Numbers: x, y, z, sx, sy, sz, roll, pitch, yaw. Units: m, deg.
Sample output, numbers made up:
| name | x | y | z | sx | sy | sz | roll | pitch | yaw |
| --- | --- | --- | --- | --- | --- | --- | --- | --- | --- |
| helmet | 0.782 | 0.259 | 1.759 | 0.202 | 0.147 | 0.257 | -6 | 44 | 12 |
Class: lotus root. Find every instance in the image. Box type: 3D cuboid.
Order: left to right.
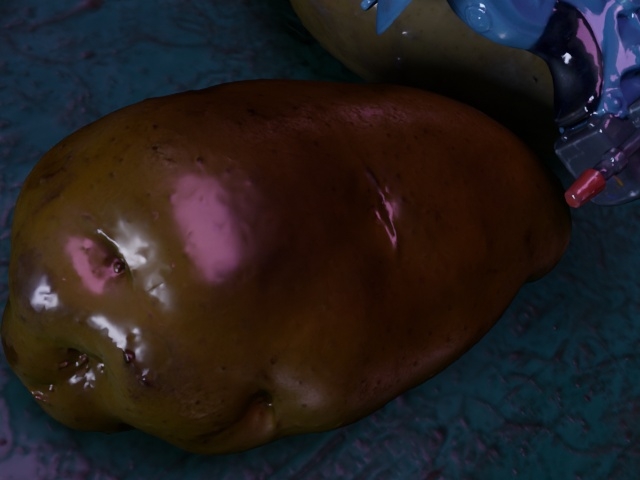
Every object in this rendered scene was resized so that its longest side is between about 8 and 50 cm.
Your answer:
| name | x | y | z | sx | sy | sz | roll | pitch | yaw |
| --- | --- | --- | --- | --- | --- | --- | --- | --- | --- |
| lotus root | 0.088 | -0.182 | 0.670 | 0.342 | 0.151 | 0.169 | 26 | 72 | -4 |

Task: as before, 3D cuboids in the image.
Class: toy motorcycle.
| name | x | y | z | sx | sy | sz | roll | pitch | yaw |
| --- | --- | --- | --- | --- | --- | --- | --- | --- | --- |
| toy motorcycle | 0.134 | -0.134 | 0.535 | 0.182 | 0.123 | 0.272 | -38 | 93 | -22 |

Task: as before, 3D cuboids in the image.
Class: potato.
| name | x | y | z | sx | sy | sz | roll | pitch | yaw |
| --- | --- | --- | --- | --- | --- | --- | --- | --- | --- |
| potato | 0.000 | 0.000 | 0.533 | 0.369 | 0.177 | 0.195 | -15 | 42 | -31 |
